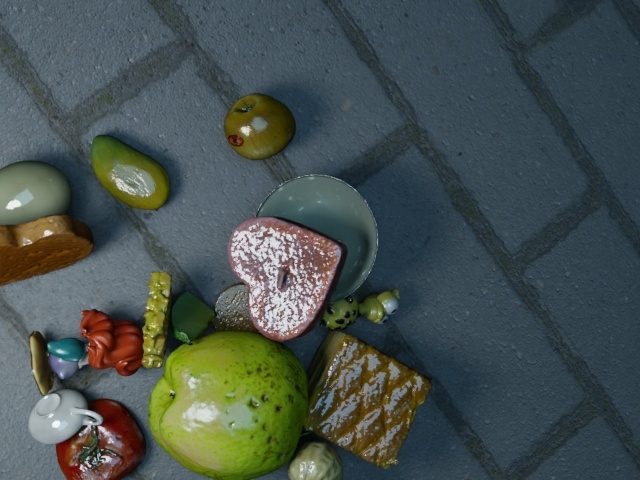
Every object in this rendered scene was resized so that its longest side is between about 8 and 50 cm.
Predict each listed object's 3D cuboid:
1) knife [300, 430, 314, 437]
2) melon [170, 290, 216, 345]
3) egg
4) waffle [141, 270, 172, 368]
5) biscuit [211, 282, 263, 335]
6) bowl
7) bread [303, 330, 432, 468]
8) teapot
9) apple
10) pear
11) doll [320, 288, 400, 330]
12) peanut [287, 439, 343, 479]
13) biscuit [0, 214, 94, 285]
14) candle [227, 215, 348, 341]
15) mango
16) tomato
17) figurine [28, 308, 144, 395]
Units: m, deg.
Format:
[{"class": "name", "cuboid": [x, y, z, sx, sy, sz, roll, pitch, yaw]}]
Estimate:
[{"class": "knife", "cuboid": [-0.082, 0.546, 1.770, 0.184, 0.022, 0.026, -15, 66, -11]}, {"class": "melon", "cuboid": [-0.323, 0.207, 1.611, 0.113, 0.262, 0.053, 21, 104, -10]}, {"class": "egg", "cuboid": [-0.726, -0.091, 1.570, 0.241, 0.186, 0.186, -30, 95, -1]}, {"class": "waffle", "cuboid": [-0.402, 0.225, 1.587, 0.057, 0.229, 0.219, 5, 54, -11]}, {"class": "biscuit", "cuboid": [-0.212, 0.200, 1.740, 0.170, 0.050, 0.170, 0, 93, -5]}, {"class": "bowl", "cuboid": [0.000, 0.000, 1.708, 0.337, 0.157, 0.338, 0, 89, 14]}, {"class": "bread", "cuboid": [0.101, 0.413, 1.717, 0.279, 0.207, 0.279, 27, 85, -11]}, {"class": "teapot", "cuboid": [-0.636, 0.428, 1.581, 0.226, 0.092, 0.145, -2, 46, 20]}, {"class": "apple", "cuboid": [-0.163, -0.301, 1.696, 0.182, 0.182, 0.155, -41, 128, -10]}, {"class": "pear", "cuboid": [-0.228, 0.401, 1.572, 0.390, 0.391, 0.391, 0, 88, -12]}, {"class": "doll", "cuboid": [0.112, 0.187, 1.731, 0.291, 0.117, 0.086, -3, 46, -44]}, {"class": "peanut", "cuboid": [-0.008, 0.588, 1.650, 0.146, 0.305, 0.147, -1, 72, 3]}, {"class": "biscuit", "cuboid": [-0.759, 0.041, 1.487, 0.455, 0.350, 0.078, -13, 73, -27]}, {"class": "candle", "cuboid": [-0.069, 0.079, 1.581, 0.287, 0.131, 0.317, -20, 85, 10]}, {"class": "mango", "cuboid": [-0.498, -0.170, 1.670, 0.237, 0.091, 0.137, 29, 81, -5]}, {"class": "tomato", "cuboid": [-0.561, 0.527, 1.634, 0.227, 0.101, 0.228, 0, 90, -9]}, {"class": "figurine", "cuboid": [-0.568, 0.267, 1.590, 0.257, 0.181, 0.208, -15, 109, -12]}]
